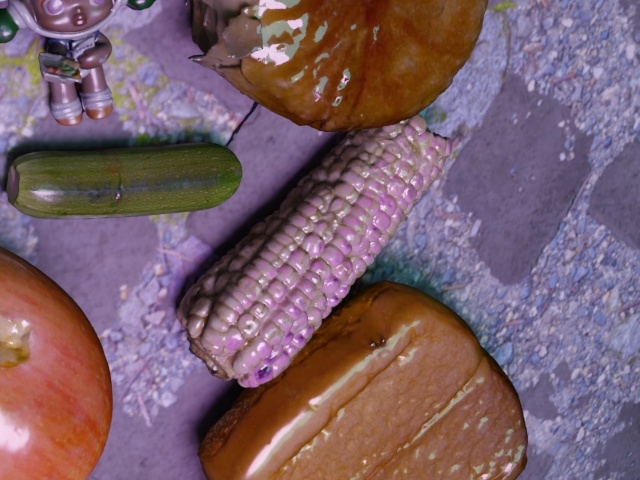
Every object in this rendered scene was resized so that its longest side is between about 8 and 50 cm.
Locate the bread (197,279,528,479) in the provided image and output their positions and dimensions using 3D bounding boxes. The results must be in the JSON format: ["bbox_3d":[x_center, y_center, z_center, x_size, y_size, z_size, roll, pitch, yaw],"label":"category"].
[{"bbox_3d":[0.040,0.214,1.470,0.337,0.148,0.328,-45,127,-9],"label":"bread"}]

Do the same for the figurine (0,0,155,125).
[{"bbox_3d":[-0.203,-0.181,1.121,0.147,0.093,0.197,-18,123,-18],"label":"figurine"}]

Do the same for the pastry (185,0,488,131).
[{"bbox_3d":[0.028,-0.248,1.237,0.329,0.136,0.329,-15,119,-30],"label":"pastry"}]

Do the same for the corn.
[{"bbox_3d":[0.001,0.001,1.348,0.335,0.126,0.126,-46,131,-11],"label":"corn"}]

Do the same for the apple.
[{"bbox_3d":[-0.300,0.110,1.094,0.242,0.242,0.241,-52,125,-5],"label":"apple"}]

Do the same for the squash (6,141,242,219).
[{"bbox_3d":[-0.171,-0.053,1.230,0.229,0.066,0.066,-5,114,-35],"label":"squash"}]
